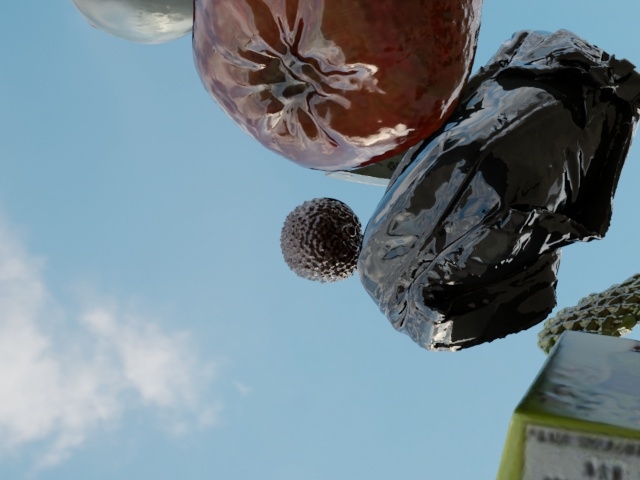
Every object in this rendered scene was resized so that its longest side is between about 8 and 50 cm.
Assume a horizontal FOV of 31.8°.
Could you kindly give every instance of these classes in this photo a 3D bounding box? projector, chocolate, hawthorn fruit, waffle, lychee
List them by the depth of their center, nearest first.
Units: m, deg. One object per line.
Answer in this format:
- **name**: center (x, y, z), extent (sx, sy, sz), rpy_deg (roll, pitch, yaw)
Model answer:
- **hawthorn fruit**: center (0.021, -0.203, 1.036), extent (0.275, 0.275, 0.300), rpy_deg (69, -159, -10)
- **chocolate**: center (0.368, 0.217, 1.251), extent (0.289, 0.300, 0.137), rpy_deg (-36, -54, -60)
- **waffle**: center (0.369, 0.099, 1.483), extent (0.036, 0.183, 0.169), rpy_deg (61, -170, -9)
- **lychee**: center (0.002, 0.001, 1.544), extent (0.123, 0.129, 0.123), rpy_deg (6, -109, -17)
- **projector**: center (0.082, -0.145, 1.709), extent (0.147, 0.061, 0.115), rpy_deg (7, -99, -23)

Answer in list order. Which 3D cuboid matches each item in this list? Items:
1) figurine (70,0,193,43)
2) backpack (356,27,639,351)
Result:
- **figurine**: center (-0.232, -0.399, 1.295), extent (0.224, 0.382, 0.205), rpy_deg (-34, -36, 3)
- **backpack**: center (0.211, -0.050, 1.324), extent (0.255, 0.363, 0.445), rpy_deg (36, -139, 11)
